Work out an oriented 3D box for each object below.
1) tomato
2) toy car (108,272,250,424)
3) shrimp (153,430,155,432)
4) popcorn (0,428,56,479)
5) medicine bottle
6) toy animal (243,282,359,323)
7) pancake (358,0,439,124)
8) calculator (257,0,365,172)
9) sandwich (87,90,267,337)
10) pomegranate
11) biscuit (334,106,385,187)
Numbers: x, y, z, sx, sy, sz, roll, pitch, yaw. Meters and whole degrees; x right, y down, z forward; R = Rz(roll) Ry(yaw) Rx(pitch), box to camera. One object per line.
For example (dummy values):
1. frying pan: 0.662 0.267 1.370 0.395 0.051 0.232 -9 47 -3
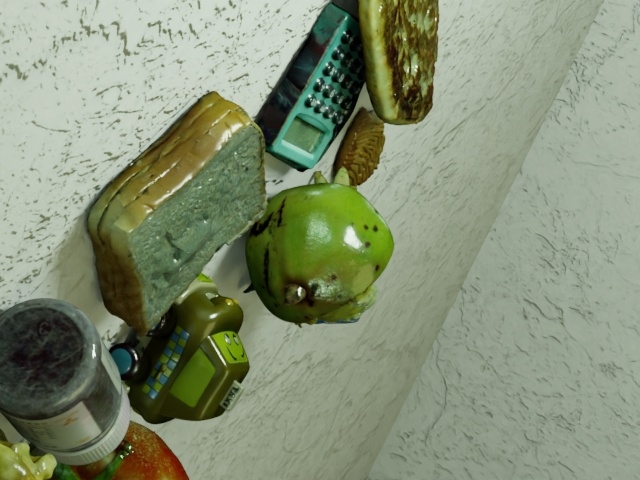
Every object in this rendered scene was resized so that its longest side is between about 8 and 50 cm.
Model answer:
1. tomato: -0.338 0.425 2.004 0.303 0.303 0.239 -53 157 -9
2. toy car: -0.205 0.195 2.098 0.248 0.198 0.204 -59 161 7
3. shrimp: -0.370 0.447 2.252 0.145 0.116 0.343 -40 180 40
4. popcorn: -0.469 0.334 1.634 0.259 0.212 0.259 -54 161 -28
5. medicine bottle: -0.356 0.201 1.772 0.165 0.165 0.273 -50 162 -20
6. toy animal: -0.019 0.060 2.434 0.255 0.239 0.176 -15 -167 1
7. pancake: 0.128 -0.348 2.158 0.426 0.066 0.305 13 85 -71
8. calculator: 0.005 -0.243 2.118 0.274 0.058 0.248 -59 163 4
9. sandwich: -0.197 -0.045 1.866 0.301 0.099 0.271 -46 160 -26
10. pomegranate: 0.000 0.000 2.271 0.341 0.260 0.260 -84 -171 -48
11. biscuit: 0.087 -0.174 2.496 0.176 0.031 0.228 -57 162 8
